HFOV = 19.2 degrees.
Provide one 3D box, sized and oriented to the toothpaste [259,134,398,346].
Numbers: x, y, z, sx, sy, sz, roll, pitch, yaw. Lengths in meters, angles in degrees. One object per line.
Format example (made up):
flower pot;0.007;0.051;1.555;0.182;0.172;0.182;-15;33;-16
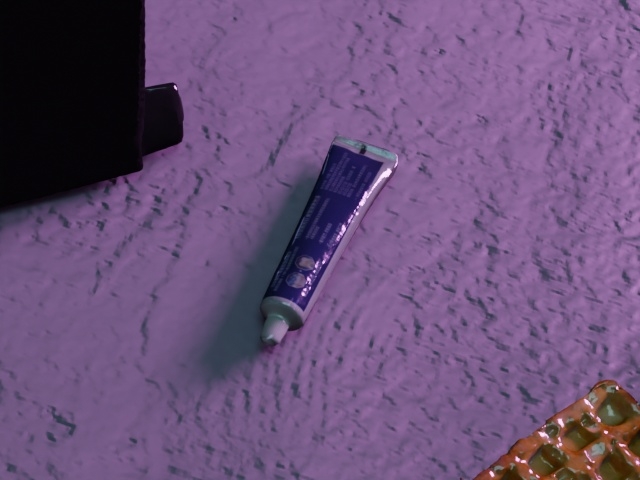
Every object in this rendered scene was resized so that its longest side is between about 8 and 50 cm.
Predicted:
toothpaste;0.000;0.000;0.945;0.037;0.021;0.140;20;52;9

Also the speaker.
speaker;-0.211;-0.143;0.924;0.254;0.184;0.232;-15;57;-16

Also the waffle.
waffle;0.108;0.137;0.842;0.148;0.042;0.102;-32;62;-27
